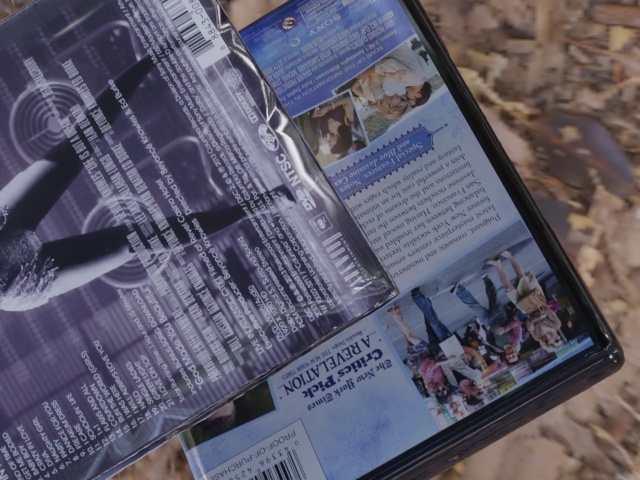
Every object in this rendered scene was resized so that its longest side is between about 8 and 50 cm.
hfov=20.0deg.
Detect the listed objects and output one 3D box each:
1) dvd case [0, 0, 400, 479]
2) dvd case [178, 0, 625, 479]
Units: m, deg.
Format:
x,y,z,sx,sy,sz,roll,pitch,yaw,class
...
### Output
x,y,z,sx,sy,sz,roll,pitch,yaw,class
-0.107,0.009,0.658,0.221,0.018,0.164,-32,79,2,dvd case
0.000,0.000,0.793,0.180,0.253,0.022,-30,143,7,dvd case
